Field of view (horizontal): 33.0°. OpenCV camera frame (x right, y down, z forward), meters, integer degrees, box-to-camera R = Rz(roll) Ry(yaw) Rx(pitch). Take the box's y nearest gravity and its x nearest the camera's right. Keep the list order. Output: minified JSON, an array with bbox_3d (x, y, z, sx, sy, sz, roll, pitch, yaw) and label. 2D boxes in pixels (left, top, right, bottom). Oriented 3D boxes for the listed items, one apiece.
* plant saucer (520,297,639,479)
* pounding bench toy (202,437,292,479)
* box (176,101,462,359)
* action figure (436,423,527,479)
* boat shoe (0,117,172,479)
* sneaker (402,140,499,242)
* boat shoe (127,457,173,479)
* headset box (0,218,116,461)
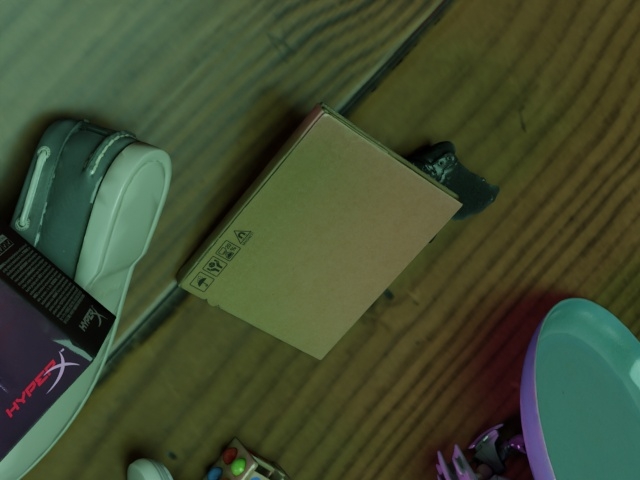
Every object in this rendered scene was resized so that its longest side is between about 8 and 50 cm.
[{"bbox_3d":[0.286,0.211,1.059,0.044,0.317,0.318,-28,126,35],"label":"plant saucer"},{"bbox_3d":[-0.061,0.227,0.975,0.065,0.083,0.052,38,87,-30],"label":"pounding bench toy"},{"bbox_3d":[0.000,0.000,0.935,0.164,0.021,0.201,31,110,-29],"label":"box"},{"bbox_3d":[0.225,0.276,1.087,0.285,0.185,0.099,20,130,-42],"label":"action figure"},{"bbox_3d":[-0.223,0.053,0.860,0.099,0.116,0.319,28,102,14],"label":"boat shoe"},{"bbox_3d":[0.086,-0.061,0.980,0.170,0.051,0.089,38,87,-33],"label":"sneaker"},{"bbox_3d":[-0.118,0.262,0.972,0.063,0.066,0.184,-30,115,-26],"label":"boat shoe"},{"bbox_3d":[-0.324,0.047,0.729,0.293,0.110,0.218,43,95,-9],"label":"headset box"}]
